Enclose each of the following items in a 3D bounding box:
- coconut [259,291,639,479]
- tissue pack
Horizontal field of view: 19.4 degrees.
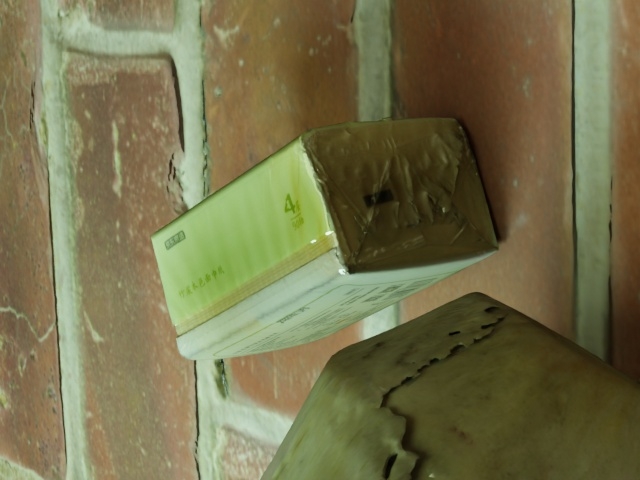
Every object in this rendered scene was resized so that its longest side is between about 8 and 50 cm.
[{"bbox_3d":[0.099,0.221,1.193,0.352,0.352,0.353,15,109,50],"label":"coconut"},{"bbox_3d":[0.000,0.000,1.441,0.234,0.159,0.125,-30,74,51],"label":"tissue pack"}]
